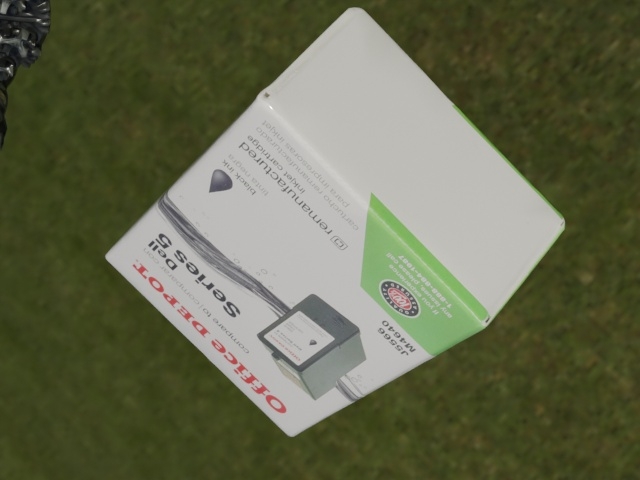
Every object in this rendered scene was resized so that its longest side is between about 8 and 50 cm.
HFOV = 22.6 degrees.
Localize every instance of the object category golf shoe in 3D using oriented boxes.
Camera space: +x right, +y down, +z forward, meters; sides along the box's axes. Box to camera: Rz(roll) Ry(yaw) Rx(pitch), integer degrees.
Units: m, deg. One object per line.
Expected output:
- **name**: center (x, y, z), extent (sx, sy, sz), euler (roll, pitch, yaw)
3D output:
- **golf shoe**: center (-0.166, -0.116, 0.754), extent (0.077, 0.094, 0.198), euler (15, 157, -16)

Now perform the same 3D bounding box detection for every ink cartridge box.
- **ink cartridge box**: center (0.000, 0.000, 1.089), extent (0.198, 0.115, 0.273), euler (45, 145, -4)
